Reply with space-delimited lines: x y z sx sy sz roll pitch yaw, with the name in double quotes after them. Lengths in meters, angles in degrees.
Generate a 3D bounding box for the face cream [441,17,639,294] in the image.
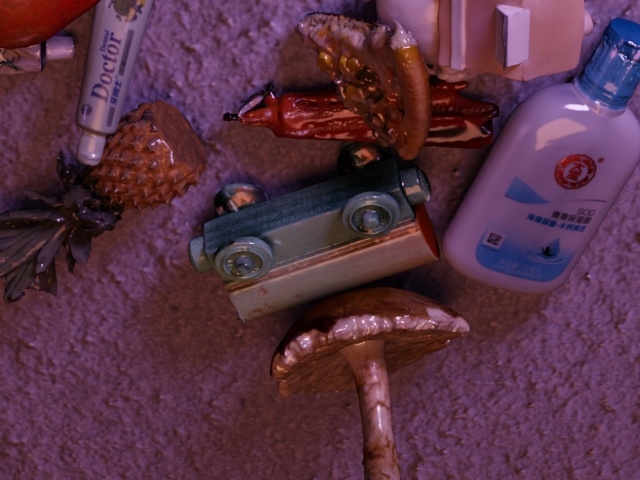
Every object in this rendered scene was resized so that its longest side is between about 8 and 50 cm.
0.267 -0.090 1.872 0.163 0.080 0.336 15 123 -20 "face cream"

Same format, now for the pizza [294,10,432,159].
0.038 -0.179 1.767 0.052 0.195 0.185 -35 146 -24 "pizza"

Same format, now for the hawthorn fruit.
-0.271 -0.298 1.680 0.225 0.196 0.196 -13 123 2 "hawthorn fruit"

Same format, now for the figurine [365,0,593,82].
0.148 -0.237 1.728 0.237 0.141 0.162 17 124 41 "figurine"

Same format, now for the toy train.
0.000 0.000 1.929 0.285 0.116 0.177 -19 134 12 "toy train"

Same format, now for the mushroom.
0.037 0.194 1.946 0.208 0.301 0.233 14 161 16 "mushroom"

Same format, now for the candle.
0.044 -0.135 1.860 0.302 0.059 0.084 -2 114 2 "candle"

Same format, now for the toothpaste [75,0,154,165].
-0.218 -0.203 1.788 0.067 0.037 0.255 14 100 -4 "toothpaste"

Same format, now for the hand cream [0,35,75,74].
-0.390 -0.217 1.817 0.257 0.050 0.084 10 126 -2 "hand cream"

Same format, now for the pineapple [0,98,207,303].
-0.253 -0.038 1.889 0.277 0.119 0.130 -32 111 21 "pineapple"
